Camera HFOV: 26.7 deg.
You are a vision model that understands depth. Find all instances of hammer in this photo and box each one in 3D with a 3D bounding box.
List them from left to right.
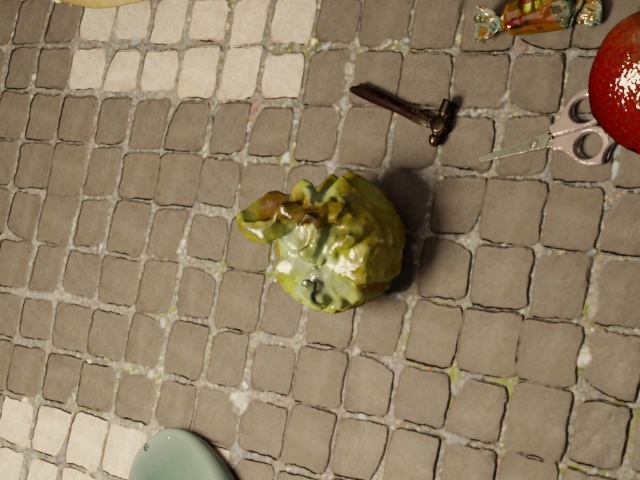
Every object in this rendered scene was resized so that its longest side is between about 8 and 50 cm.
[{"bbox_3d":[0.107,-0.182,1.812,0.178,0.021,0.065,29,98,40],"label":"hammer"}]

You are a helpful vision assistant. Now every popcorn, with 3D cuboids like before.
[{"bbox_3d":[0.000,0.000,1.746,0.198,0.212,0.198,-50,23,31],"label":"popcorn"}]

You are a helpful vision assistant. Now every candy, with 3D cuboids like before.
[{"bbox_3d":[0.266,-0.283,1.696,0.182,0.046,0.053,-5,79,34],"label":"candy"}]

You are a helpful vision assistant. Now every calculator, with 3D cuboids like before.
[{"bbox_3d":[-0.179,0.396,1.881,0.185,0.041,0.299,-46,55,20],"label":"calculator"}]

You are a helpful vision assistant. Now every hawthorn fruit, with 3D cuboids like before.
[{"bbox_3d":[0.379,-0.176,1.521,0.188,0.169,0.169,-29,61,59],"label":"hawthorn fruit"}]

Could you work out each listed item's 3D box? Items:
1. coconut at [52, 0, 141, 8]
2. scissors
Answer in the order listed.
[{"bbox_3d":[-0.338,-0.547,2.051,0.352,0.352,0.353,-9,75,35],"label":"coconut"},{"bbox_3d":[0.279,-0.123,1.673,0.189,0.015,0.100,-16,69,36],"label":"scissors"}]
